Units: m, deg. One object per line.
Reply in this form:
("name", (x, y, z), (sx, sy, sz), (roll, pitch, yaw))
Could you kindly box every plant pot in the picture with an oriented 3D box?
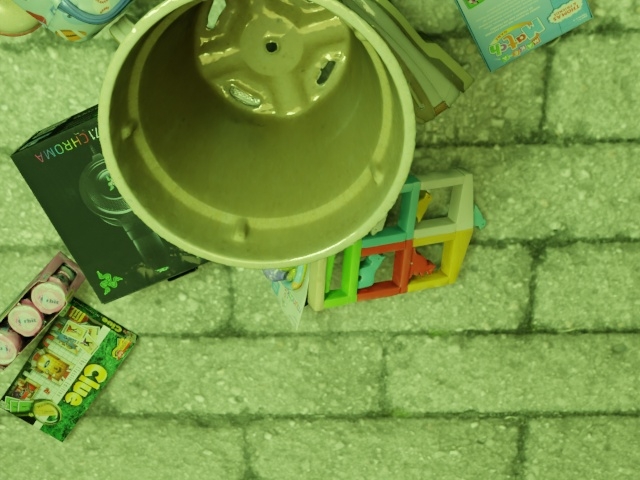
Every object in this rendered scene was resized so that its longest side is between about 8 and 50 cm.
("plant pot", (-0.064, -0.187, 1.021), (0.334, 0.305, 0.334), (0, 122, 1))

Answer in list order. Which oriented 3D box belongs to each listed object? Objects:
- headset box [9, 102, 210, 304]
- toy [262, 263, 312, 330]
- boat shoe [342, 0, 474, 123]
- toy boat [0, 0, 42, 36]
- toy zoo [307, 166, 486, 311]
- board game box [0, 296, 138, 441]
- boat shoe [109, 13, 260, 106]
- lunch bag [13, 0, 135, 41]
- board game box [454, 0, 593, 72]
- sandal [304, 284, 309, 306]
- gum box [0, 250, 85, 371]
("headset box", (-0.270, -0.070, 1.279), (0.246, 0.131, 0.283), (-21, 112, 12))
("toy", (-0.055, 0.002, 1.296), (0.056, 0.137, 0.237), (4, 115, -24))
("boat shoe", (0.073, -0.280, 1.182), (0.302, 0.113, 0.103), (38, 104, -15))
("toy boat", (-0.384, -0.373, 1.144), (0.231, 0.151, 0.151), (-42, 105, -15))
("toy zoo", (0.124, -0.006, 1.277), (0.293, 0.030, 0.192), (-9, 121, -23))
("board game box", (-0.439, 0.226, 1.475), (0.136, 0.030, 0.259), (32, 111, -14))
("boat shoe", (-0.157, -0.263, 1.211), (0.277, 0.098, 0.096), (24, 113, -19))
("lunch bag", (-0.325, -0.412, 1.025), (0.303, 0.115, 0.243), (42, 68, -19))
("board game box", (0.260, -0.343, 1.142), (0.160, 0.039, 0.211), (-27, 135, 13))
("sandal", (0.001, 0.000, 1.327), (0.054, 0.097, 0.254), (6, 118, -30))
("gum box", (-0.464, 0.111, 1.379), (0.062, 0.107, 0.188), (42, 109, -15))
